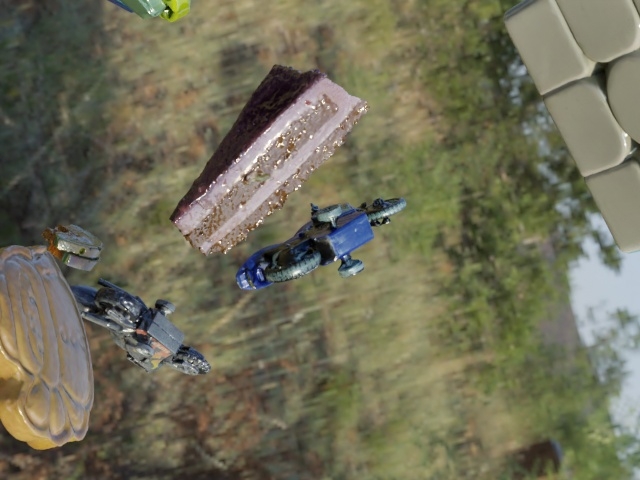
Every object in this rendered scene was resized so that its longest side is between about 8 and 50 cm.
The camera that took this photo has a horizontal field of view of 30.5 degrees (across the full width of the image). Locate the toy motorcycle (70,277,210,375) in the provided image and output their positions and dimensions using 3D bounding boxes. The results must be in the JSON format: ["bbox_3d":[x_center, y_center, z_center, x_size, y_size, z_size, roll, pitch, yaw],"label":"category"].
[{"bbox_3d":[-0.350,0.179,2.283,0.307,0.173,0.108,46,57,-37],"label":"toy motorcycle"}]

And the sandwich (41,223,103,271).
[{"bbox_3d":[-0.276,0.005,1.317,0.067,0.029,0.135,28,4,-19],"label":"sandwich"}]

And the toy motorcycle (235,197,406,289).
[{"bbox_3d":[0.000,0.000,1.926,0.315,0.169,0.113,-31,106,-38],"label":"toy motorcycle"}]

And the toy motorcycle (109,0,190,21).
[{"bbox_3d":[-0.280,-0.412,1.482,0.326,0.191,0.200,59,-22,-11],"label":"toy motorcycle"}]

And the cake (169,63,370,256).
[{"bbox_3d":[-0.081,-0.110,1.546,0.116,0.295,0.113,39,3,-44],"label":"cake"}]

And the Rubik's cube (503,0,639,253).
[{"bbox_3d":[0.412,-0.190,1.144,0.291,0.292,0.290,64,-24,-1],"label":"Rubik's cube"}]

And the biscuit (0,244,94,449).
[{"bbox_3d":[-0.421,0.154,1.745,0.351,0.057,0.312,10,62,-79],"label":"biscuit"}]
